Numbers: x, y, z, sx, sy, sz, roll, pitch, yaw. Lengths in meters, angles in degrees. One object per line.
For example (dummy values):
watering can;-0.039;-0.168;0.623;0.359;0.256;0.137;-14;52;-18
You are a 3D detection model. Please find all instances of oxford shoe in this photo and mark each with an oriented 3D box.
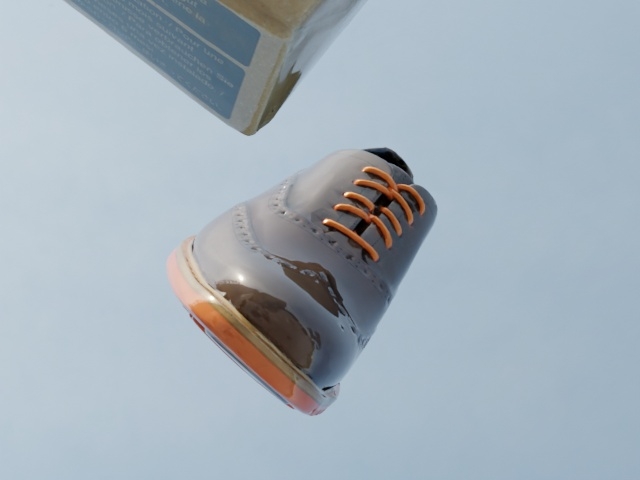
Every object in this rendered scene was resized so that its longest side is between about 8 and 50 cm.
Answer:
oxford shoe;0.000;0.000;0.584;0.097;0.271;0.098;43;-78;-6

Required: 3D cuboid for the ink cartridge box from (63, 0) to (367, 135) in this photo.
ink cartridge box;-0.025;-0.187;0.436;0.193;0.088;0.235;37;-111;0
